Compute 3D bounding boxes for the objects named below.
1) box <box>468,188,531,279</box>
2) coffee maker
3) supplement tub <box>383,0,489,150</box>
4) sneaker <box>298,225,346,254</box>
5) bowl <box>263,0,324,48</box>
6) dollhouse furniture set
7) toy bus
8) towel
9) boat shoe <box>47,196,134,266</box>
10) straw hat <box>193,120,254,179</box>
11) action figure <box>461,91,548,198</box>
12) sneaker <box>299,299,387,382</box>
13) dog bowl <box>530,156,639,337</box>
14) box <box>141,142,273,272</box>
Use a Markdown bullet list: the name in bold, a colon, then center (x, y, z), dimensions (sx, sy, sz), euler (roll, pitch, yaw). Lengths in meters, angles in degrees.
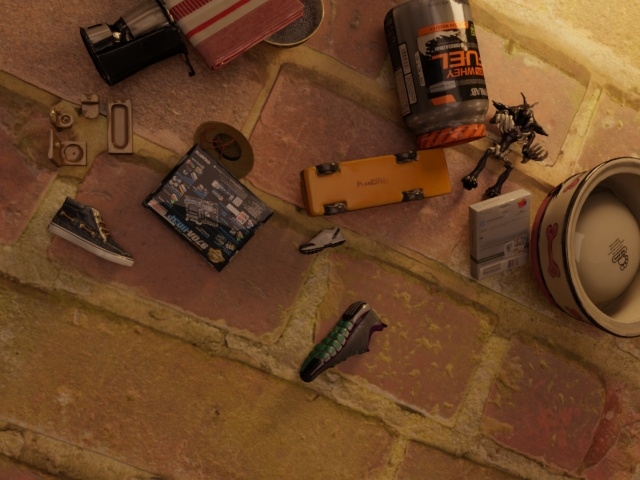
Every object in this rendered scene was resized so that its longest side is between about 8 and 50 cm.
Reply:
- **box**: center (0.416, -0.013, 1.514), dimensions (0.145, 0.038, 0.186), euler (-18, 122, -13)
- **coffee maker**: center (-0.372, -0.386, 1.332), dimensions (0.178, 0.120, 0.171), euler (-31, 96, -12)
- **supplement tub**: center (0.261, -0.368, 1.448), dimensions (0.193, 0.193, 0.316), euler (-13, 92, -14)
- **sneaker**: center (0.000, 0.000, 1.457), dimensions (0.109, 0.040, 0.044), euler (-17, 76, -17)
- **bowl**: center (-0.078, -0.477, 1.417), dimensions (0.170, 0.080, 0.170), euler (0, 74, -1)
- **dollhouse furniture set**: center (-0.456, -0.224, 1.304), dimensions (0.151, 0.123, 0.144), euler (-1, 89, -14)
- **toy bus**: center (0.118, -0.127, 1.438), dimensions (0.332, 0.130, 0.108), euler (-10, 92, -14)
- **towel**: center (-0.219, -0.533, 1.369), dimensions (0.237, 0.037, 0.329), euler (-34, 77, -10)
- **boat shoe**: center (-0.452, -0.017, 1.328), dimensions (0.183, 0.065, 0.083), euler (28, 84, -11)
- **straw hat**: center (-0.193, -0.206, 1.396), dimensions (0.144, 0.144, 0.061), euler (43, 40, -9)
- **action figure**: center (0.446, -0.228, 1.518), dimensions (0.164, 0.141, 0.276), euler (30, 85, -10)
- **sneaker**: center (0.055, 0.242, 1.439), dimensions (0.098, 0.083, 0.224), euler (45, 78, -14)
- **dog bowl**: center (0.669, 0.015, 1.529), dimensions (0.408, 0.150, 0.408), euler (0, 89, -26)
- **box**: center (-0.235, -0.069, 1.377), dimensions (0.220, 0.051, 0.175), euler (42, 90, -9)
